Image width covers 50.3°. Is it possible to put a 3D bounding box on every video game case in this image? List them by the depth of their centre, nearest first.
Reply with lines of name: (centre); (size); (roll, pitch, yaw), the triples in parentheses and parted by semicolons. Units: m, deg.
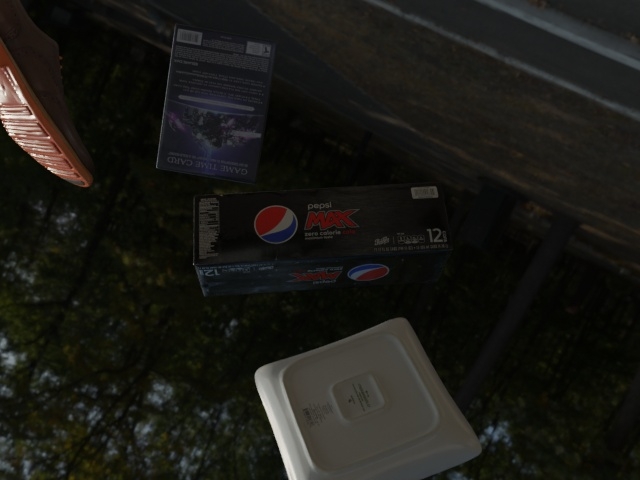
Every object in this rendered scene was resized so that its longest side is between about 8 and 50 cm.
video game case: (-0.199, -0.258, 1.306); (0.196, 0.274, 0.026); (9, -172, -3)

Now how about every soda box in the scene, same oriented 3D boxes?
soda box: (0.000, 0.000, 0.468); (0.169, 0.053, 0.060); (-3, 154, -4)

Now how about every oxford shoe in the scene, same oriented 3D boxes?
oxford shoe: (-0.440, -0.241, 1.073); (0.130, 0.133, 0.364); (13, 142, 30)

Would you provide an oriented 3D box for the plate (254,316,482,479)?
plate: (0.059, 0.248, 1.037); (0.045, 0.278, 0.277); (80, 168, -45)
